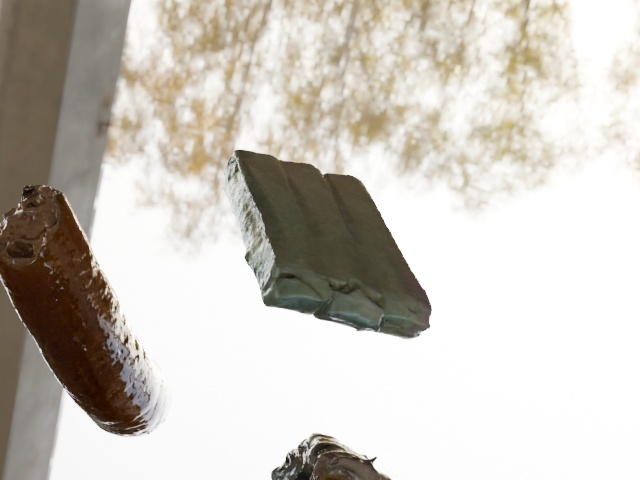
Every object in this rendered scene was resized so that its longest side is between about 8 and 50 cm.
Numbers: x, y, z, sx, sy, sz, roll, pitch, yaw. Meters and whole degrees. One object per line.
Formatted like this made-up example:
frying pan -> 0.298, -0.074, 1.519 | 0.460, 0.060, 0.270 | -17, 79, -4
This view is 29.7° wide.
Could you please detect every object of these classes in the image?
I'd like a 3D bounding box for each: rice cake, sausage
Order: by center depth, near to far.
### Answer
rice cake -> 0.000, 0.000, 0.817 | 0.124, 0.038, 0.211 | 14, -158, -24
sausage -> -0.189, 0.081, 0.998 | 0.076, 0.302, 0.103 | -17, -133, 0

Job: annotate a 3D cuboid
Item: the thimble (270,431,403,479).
thimble -> 0.014, 0.202, 0.760 | 0.117, 0.127, 0.151 | 32, 162, -6
